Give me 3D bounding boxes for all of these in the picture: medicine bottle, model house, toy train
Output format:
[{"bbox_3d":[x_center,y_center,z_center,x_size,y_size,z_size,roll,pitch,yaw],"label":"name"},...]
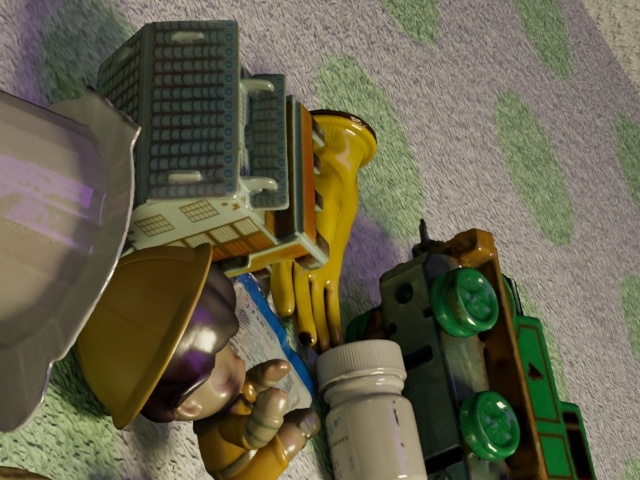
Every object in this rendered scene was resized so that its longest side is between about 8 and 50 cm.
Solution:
[{"bbox_3d":[0.056,0.205,2.155,0.105,0.105,0.168,24,50,-57],"label":"medicine bottle"},{"bbox_3d":[-0.119,-0.071,1.908,0.215,0.198,0.224,46,35,-46],"label":"model house"},{"bbox_3d":[0.191,0.179,2.278,0.249,0.178,0.429,11,60,-43],"label":"toy train"}]

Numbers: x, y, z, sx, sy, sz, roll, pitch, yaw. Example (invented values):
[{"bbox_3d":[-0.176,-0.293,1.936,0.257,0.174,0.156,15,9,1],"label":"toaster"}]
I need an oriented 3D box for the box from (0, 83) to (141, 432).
[{"bbox_3d":[-0.306,-0.013,1.491,0.206,0.262,0.291,27,56,-39],"label":"box"}]

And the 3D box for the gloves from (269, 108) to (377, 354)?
[{"bbox_3d":[0.001,0.001,2.227,0.133,0.116,0.294,36,46,-39],"label":"gloves"}]

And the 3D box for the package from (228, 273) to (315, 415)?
[{"bbox_3d":[-0.061,0.136,2.067,0.171,0.027,0.173,58,23,-17],"label":"package"}]

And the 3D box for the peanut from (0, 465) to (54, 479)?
[{"bbox_3d":[-0.270,0.233,1.440,0.319,0.148,0.147,32,43,-56],"label":"peanut"}]

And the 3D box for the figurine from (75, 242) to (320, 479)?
[{"bbox_3d":[-0.121,0.125,1.783,0.256,0.167,0.192,57,-5,-17],"label":"figurine"}]
